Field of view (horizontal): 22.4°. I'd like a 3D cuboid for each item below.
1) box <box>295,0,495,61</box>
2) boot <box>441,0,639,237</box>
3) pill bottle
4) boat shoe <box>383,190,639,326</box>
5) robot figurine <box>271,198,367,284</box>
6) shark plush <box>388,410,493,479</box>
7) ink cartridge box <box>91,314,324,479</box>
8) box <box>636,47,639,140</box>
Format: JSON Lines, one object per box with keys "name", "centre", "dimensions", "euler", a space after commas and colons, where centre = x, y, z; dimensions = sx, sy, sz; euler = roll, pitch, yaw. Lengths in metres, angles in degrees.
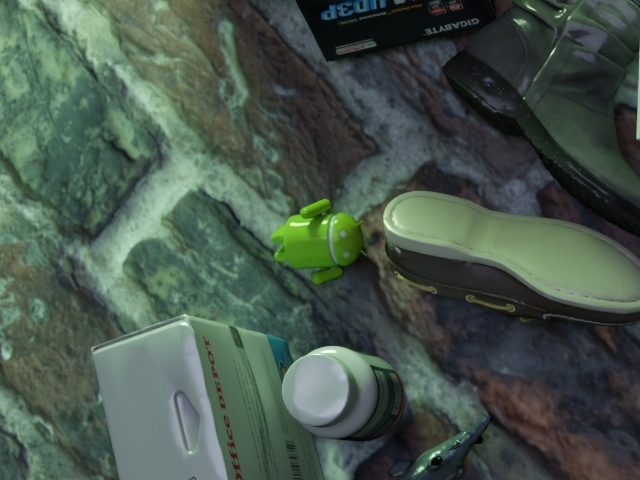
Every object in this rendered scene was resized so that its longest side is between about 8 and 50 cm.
{"name": "box", "centre": [0.081, -0.309, 1.929], "dimensions": [0.220, 0.175, 0.051], "euler": [-10, 50, 18]}
{"name": "boot", "centre": [0.324, -0.175, 1.860], "dimensions": [0.338, 0.118, 0.223], "euler": [44, 89, 13]}
{"name": "pill bottle", "centre": [0.023, 0.177, 1.872], "dimensions": [0.108, 0.180, 0.108], "euler": [-3, 80, 19]}
{"name": "boat shoe", "centre": [0.225, 0.036, 1.868], "dimensions": [0.324, 0.097, 0.116], "euler": [16, 47, 18]}
{"name": "robot figurine", "centre": [0.000, 0.000, 1.968], "dimensions": [0.115, 0.067, 0.101], "euler": [-3, 108, 19]}
{"name": "shark plush", "centre": [0.142, 0.265, 1.877], "dimensions": [0.161, 0.067, 0.073], "euler": [-32, 73, 13]}
{"name": "ink cartridge box", "centre": [-0.119, 0.221, 1.848], "dimensions": [0.129, 0.307, 0.223], "euler": [-19, 76, 16]}
{"name": "box", "centre": [0.428, -0.201, 1.794], "dimensions": [0.114, 0.103, 0.203], "euler": [-13, 68, 49]}
